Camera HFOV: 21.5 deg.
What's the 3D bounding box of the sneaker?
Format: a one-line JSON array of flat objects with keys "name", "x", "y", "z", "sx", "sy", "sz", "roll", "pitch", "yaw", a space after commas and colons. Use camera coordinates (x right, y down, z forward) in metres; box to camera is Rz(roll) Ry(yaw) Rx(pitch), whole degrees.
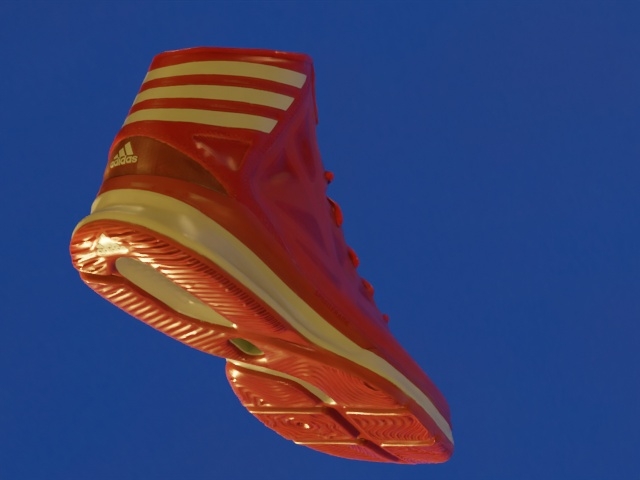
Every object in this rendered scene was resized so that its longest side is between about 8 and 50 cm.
[{"name": "sneaker", "x": 0.000, "y": 0.000, "z": 0.686, "sx": 0.087, "sy": 0.221, "sz": 0.128, "roll": -2, "pitch": -120, "yaw": 33}]
